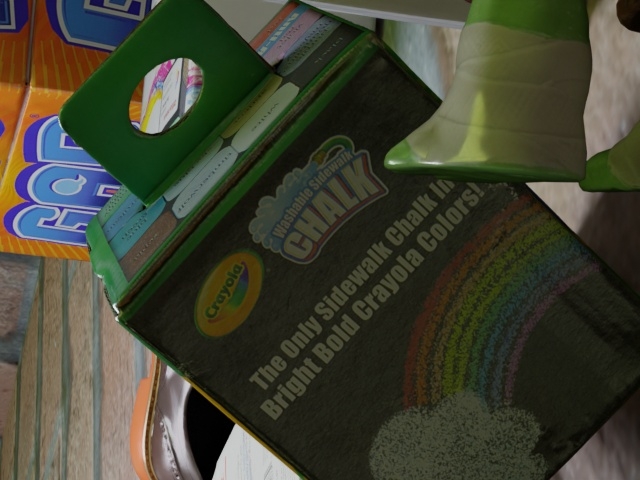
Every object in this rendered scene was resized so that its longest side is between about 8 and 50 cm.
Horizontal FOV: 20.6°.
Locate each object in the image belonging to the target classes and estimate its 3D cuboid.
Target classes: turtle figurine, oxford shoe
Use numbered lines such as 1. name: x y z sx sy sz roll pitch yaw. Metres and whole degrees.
1. turtle figurine: 0.067 -0.151 0.586 0.198 0.274 0.266 4 -90 -70
2. oxford shoe: -0.073 0.056 1.262 0.098 0.097 0.271 10 99 58

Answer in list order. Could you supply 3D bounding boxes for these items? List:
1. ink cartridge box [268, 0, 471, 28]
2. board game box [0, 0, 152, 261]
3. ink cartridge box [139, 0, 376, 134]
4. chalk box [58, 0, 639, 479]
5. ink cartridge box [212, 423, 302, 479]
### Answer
1. ink cartridge box: 0.023 -0.242 0.760 0.121 0.211 0.289 -142 60 -72
2. board game box: -0.279 -0.217 1.625 0.356 0.356 0.356 127 147 -62
3. ink cartridge box: -0.047 -0.096 1.138 0.201 0.117 0.278 154 122 -73
4. chalk box: 0.000 0.000 0.653 0.132 0.213 0.132 -46 17 1
5. ink cartridge box: -0.012 0.145 0.984 0.198 0.067 0.115 116 157 -47
